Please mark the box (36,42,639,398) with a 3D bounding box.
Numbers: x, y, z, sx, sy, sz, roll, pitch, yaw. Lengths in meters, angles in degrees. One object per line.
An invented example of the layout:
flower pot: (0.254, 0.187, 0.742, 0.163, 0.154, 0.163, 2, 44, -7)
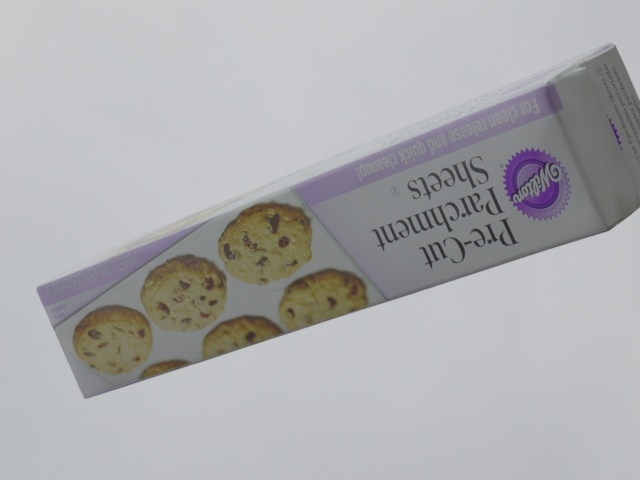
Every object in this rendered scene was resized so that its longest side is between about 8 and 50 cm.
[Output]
box: (0.000, 0.000, 0.792, 0.063, 0.324, 0.067, -31, -81, -49)
